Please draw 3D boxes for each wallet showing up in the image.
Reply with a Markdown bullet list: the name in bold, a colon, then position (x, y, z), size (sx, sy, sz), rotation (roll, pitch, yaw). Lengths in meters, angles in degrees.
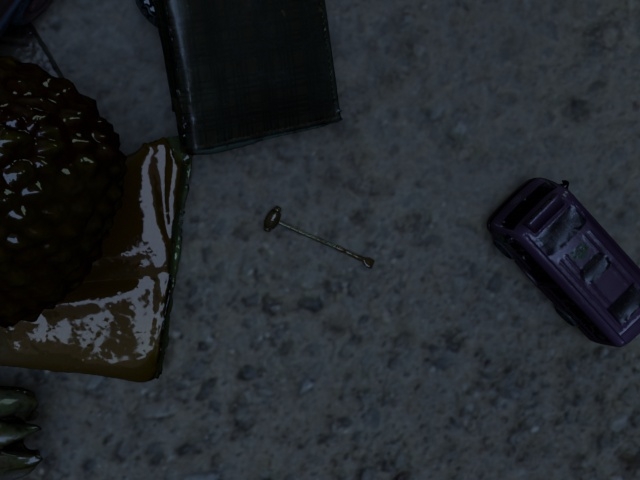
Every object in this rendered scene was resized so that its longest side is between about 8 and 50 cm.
- **wallet**: position (-0.076, -0.244, 0.812), size (0.169, 0.044, 0.316), rotation (-16, 111, -22)

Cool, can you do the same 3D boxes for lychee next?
- **lychee**: position (-0.282, -0.042, 0.708), size (0.236, 0.271, 0.235), rotation (-1, 87, 21)

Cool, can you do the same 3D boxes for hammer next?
- **hammer**: position (0.000, 0.000, 0.918), size (0.123, 0.014, 0.029), rotation (24, 100, -10)

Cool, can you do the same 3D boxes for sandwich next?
- **sandwich**: position (-0.243, 0.006, 0.863), size (0.212, 0.063, 0.244), rotation (7, 93, -7)

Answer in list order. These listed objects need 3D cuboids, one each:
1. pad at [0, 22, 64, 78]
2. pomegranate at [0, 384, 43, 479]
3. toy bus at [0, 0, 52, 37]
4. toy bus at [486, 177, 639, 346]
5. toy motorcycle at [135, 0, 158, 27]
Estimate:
- **pad**: position (-0.380, -0.165, 0.866), size (0.220, 0.004, 0.330), rotation (-31, 97, -4)
- **pomegranate**: position (-0.415, 0.166, 0.771), size (0.341, 0.285, 0.284), rotation (2, 94, -31)
- **toy bus**: position (-0.368, -0.232, 0.744), size (0.197, 0.232, 0.294), rotation (43, 89, -7)
- **toy bus**: position (0.259, 0.020, 0.904), size (0.087, 0.098, 0.178), rotation (-44, 97, -1)
- **toy motorcycle**: position (-0.152, -0.346, 0.831), size (0.169, 0.113, 0.315), rotation (-34, 106, -12)
